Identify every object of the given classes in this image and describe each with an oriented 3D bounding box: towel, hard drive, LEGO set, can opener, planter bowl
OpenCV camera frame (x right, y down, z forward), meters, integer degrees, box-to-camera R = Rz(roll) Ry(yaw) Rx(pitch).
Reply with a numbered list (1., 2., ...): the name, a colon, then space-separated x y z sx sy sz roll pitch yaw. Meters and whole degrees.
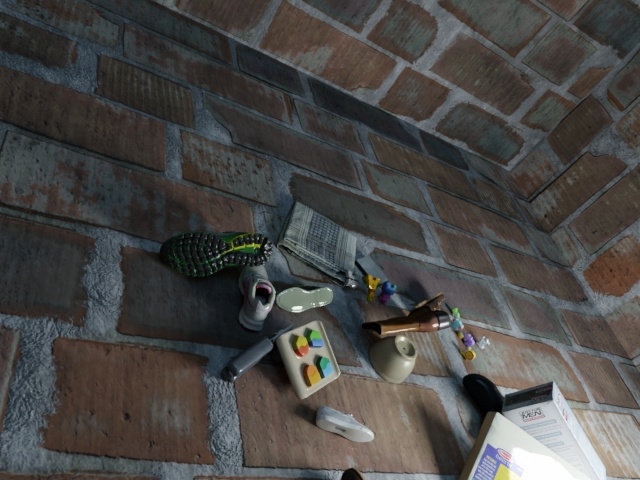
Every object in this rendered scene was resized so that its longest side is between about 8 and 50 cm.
1. towel: 0.000 0.000 2.113 0.312 0.056 0.324 32 35 -12
2. hard drive: 0.206 0.125 2.197 0.135 0.022 0.094 51 35 16
3. LEGO set: 0.195 0.190 2.035 0.227 0.087 0.093 23 73 -29
4. can opener: -0.156 0.329 1.564 0.095 0.076 0.283 46 35 10
5. planter bowl: 0.260 0.390 1.866 0.162 0.109 0.162 25 37 -21

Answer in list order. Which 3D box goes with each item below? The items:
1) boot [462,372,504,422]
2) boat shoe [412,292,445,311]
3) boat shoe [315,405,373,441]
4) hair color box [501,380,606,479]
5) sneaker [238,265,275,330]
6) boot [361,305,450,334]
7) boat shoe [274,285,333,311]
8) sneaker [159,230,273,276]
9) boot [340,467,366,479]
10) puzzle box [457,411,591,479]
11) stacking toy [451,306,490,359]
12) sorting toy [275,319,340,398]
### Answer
1. boot: 0.601 0.615 1.946 0.246 0.094 0.207 44 30 -5
2. boat shoe: 0.449 0.272 2.223 0.207 0.073 0.073 -21 67 -45
3. boat shoe: 0.070 0.525 1.575 0.184 0.066 0.063 20 38 -12
4. hair color box: 0.801 0.687 1.880 0.374 0.185 0.113 58 32 -7
5. sneaker: -0.188 0.154 1.702 0.103 0.111 0.252 20 38 -27
6. boot: 0.285 0.306 1.977 0.280 0.264 0.096 -6 94 -17
7. boat shoe: -0.065 0.192 1.820 0.227 0.068 0.081 0 90 -39
8. sneaker: -0.331 0.037 1.714 0.343 0.146 0.134 0 94 -31
9. boot: 0.032 0.673 1.333 0.207 0.090 0.248 20 42 -30
10. puzzle box: 0.646 0.768 1.731 0.409 0.052 0.272 37 67 -6
11. stacking toy: 0.583 0.375 2.246 0.167 0.052 0.221 -12 58 -50
12. sorting toy: -0.028 0.348 1.635 0.208 0.038 0.193 -12 80 -54
